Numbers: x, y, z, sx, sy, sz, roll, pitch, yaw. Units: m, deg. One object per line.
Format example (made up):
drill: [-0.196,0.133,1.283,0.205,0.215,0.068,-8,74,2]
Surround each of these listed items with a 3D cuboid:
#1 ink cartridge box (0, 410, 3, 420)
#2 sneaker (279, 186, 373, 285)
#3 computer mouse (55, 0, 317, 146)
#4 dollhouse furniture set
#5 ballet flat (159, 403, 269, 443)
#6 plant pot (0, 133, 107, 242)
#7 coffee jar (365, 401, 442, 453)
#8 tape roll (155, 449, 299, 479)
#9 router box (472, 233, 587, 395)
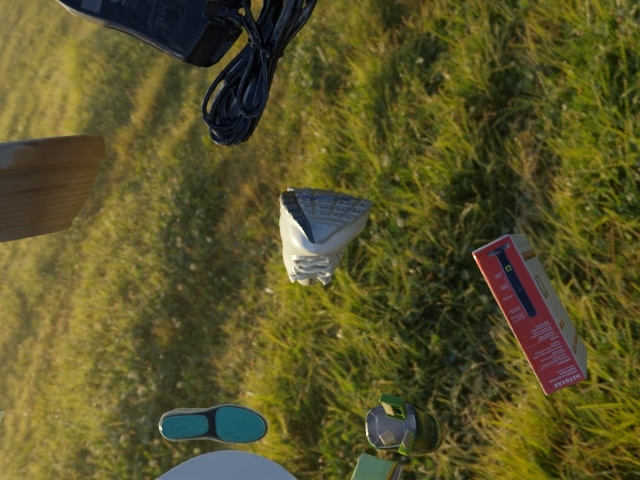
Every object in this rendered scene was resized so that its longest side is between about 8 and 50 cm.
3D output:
ink cartridge box: [-0.522,0.187,0.843,0.171,0.235,0.056,-20,42,30]
sneaker: [0.000,0.000,0.911,0.297,0.110,0.129,-82,-1,-86]
computer mouse: [-0.138,-0.225,0.651,0.189,0.272,0.072,-61,-5,30]
dollhouse furniture set: [0.100,0.327,1.152,0.076,0.059,0.152,10,57,26]
ballet flat: [-0.226,0.398,1.587,0.248,0.086,0.086,0,63,10]
plant pot: [-0.372,-0.057,0.877,0.237,0.237,0.110,0,102,49]
coffee jar: [0.155,0.341,1.302,0.096,0.184,0.079,-14,66,21]
tape roll: [-0.098,0.397,0.891,0.246,0.169,0.246,-5,62,9]
router box: [0.443,0.135,1.504,0.082,0.335,0.301,-29,80,18]
